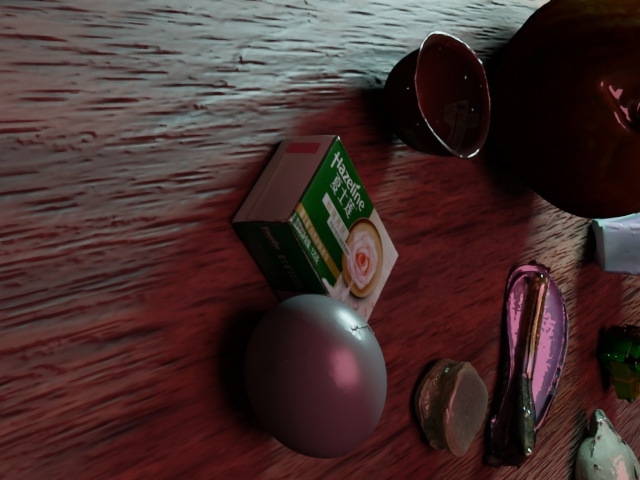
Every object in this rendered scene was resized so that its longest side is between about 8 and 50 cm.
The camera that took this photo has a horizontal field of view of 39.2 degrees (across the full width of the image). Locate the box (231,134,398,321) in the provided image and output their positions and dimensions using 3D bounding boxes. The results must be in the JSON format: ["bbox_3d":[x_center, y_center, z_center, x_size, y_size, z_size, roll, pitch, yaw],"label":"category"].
[{"bbox_3d":[0.000,0.000,0.996,0.135,0.081,0.199,-62,140,-33],"label":"box"}]

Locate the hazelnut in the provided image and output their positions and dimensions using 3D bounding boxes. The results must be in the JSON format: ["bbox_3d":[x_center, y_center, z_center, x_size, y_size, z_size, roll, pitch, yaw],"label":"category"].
[{"bbox_3d":[0.479,-0.221,1.463,0.429,0.402,0.402,-33,119,-57],"label":"hazelnut"}]

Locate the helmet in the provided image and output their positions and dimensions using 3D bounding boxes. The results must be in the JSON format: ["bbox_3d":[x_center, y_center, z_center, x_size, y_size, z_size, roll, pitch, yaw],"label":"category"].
[{"bbox_3d":[0.132,-0.180,1.156,0.175,0.106,0.155,31,64,-47],"label":"helmet"}]

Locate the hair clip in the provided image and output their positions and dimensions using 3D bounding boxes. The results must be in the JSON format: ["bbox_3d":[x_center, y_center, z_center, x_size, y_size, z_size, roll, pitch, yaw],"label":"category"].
[{"bbox_3d":[0.355,0.209,1.516,0.095,0.110,0.359,61,39,-61],"label":"hair clip"}]

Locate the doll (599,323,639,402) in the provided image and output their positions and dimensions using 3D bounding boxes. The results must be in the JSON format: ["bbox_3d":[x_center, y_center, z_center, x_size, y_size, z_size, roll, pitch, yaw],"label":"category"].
[{"bbox_3d":[0.676,0.273,1.986,0.134,0.106,0.186,-53,134,-32],"label":"doll"}]

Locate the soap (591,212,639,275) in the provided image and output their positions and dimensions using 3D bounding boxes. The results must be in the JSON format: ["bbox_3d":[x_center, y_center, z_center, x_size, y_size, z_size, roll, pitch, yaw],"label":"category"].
[{"bbox_3d":[0.685,0.001,1.909,0.324,0.193,0.109,-12,103,-56],"label":"soap"}]

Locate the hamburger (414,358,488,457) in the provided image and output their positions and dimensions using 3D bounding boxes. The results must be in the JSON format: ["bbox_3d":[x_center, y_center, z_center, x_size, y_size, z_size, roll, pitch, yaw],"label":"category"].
[{"bbox_3d":[0.191,0.240,1.306,0.133,0.062,0.140,-59,139,-30],"label":"hamburger"}]

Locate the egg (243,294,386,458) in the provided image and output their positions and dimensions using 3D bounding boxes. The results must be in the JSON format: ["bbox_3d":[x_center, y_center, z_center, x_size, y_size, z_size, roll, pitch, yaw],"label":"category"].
[{"bbox_3d":[-0.004,0.145,0.935,0.146,0.146,0.199,-57,149,-37],"label":"egg"}]

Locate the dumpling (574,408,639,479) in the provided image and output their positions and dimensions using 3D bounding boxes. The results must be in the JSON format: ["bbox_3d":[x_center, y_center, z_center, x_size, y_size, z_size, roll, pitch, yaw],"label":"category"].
[{"bbox_3d":[0.591,0.477,1.878,0.172,0.142,0.247,101,-10,-80],"label":"dumpling"}]
